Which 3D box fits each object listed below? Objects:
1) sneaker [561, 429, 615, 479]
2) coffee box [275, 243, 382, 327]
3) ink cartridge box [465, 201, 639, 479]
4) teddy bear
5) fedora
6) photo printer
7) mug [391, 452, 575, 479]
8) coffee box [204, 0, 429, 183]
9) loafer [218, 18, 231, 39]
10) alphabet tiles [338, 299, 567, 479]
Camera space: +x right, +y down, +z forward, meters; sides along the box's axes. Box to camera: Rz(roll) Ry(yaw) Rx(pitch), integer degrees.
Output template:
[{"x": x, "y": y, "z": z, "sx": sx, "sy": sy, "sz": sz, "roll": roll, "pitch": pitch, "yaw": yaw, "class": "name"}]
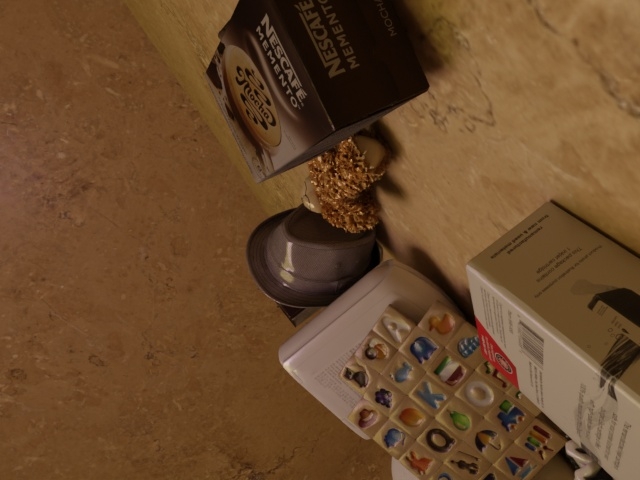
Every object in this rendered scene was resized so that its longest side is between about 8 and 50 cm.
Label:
[{"x": 0.324, "y": 0.288, "z": 0.577, "sx": 0.110, "sy": 0.119, "sz": 0.291, "roll": 50, "pitch": -148, "yaw": -40, "class": "sneaker"}, {"x": -0.003, "y": 0.056, "z": 1.294, "sx": 0.141, "sy": 0.247, "sz": 0.098, "roll": 50, "pitch": 171, "yaw": 19, "class": "coffee box"}, {"x": 0.278, "y": 0.121, "z": 0.545, "sx": 0.273, "sy": 0.114, "sz": 0.197, "roll": 46, "pitch": 168, "yaw": 41, "class": "ink cartridge box"}, {"x": 0.021, "y": -0.117, "z": 0.950, "sx": 0.245, "sy": 0.113, "sz": 0.338, "roll": 56, "pitch": 170, "yaw": -5, "class": "teddy bear"}, {"x": 0.000, "y": 0.000, "z": 1.148, "sx": 0.124, "sy": 0.276, "sz": 0.243, "roll": 110, "pitch": 147, "yaw": -50, "class": "fedora"}, {"x": 0.115, "y": 0.196, "z": 1.081, "sx": 0.256, "sy": 0.307, "sz": 0.107, "roll": 43, "pitch": -159, "yaw": -12, "class": "photo printer"}, {"x": 0.326, "y": 0.427, "z": 1.126, "sx": 0.328, "sy": 0.277, "sz": 0.373, "roll": -178, "pitch": 82, "yaw": -70, "class": "mug"}, {"x": -0.026, "y": -0.185, "z": 0.676, "sx": 0.168, "sy": 0.119, "sz": 0.297, "roll": 64, "pitch": 160, "yaw": -4, "class": "coffee box"}, {"x": -0.090, "y": -0.269, "z": 1.005, "sx": 0.096, "sy": 0.084, "sz": 0.267, "roll": 44, "pitch": 168, "yaw": 43, "class": "loafer"}, {"x": 0.205, "y": 0.272, "z": 0.971, "sx": 0.343, "sy": 0.285, "sz": 0.011, "roll": 37, "pitch": -156, "yaw": 14, "class": "alphabet tiles"}]
